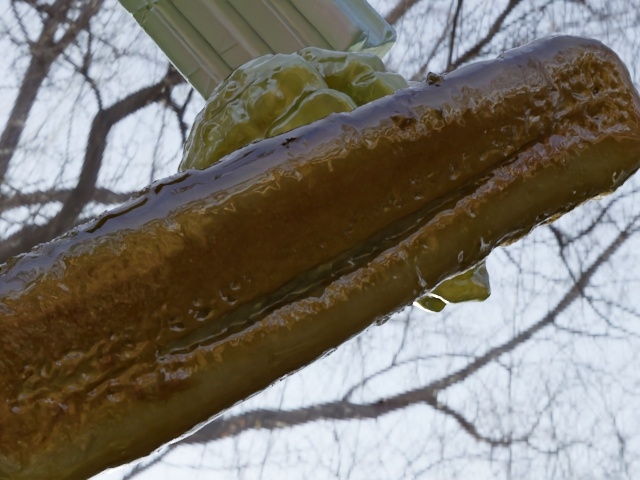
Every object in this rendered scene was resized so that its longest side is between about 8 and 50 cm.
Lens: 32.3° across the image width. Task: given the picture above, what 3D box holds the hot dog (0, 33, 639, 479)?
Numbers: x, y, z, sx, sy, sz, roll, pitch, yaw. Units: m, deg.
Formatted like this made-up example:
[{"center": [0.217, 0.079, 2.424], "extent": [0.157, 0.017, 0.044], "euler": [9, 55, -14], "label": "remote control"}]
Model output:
[{"center": [0.002, 0.001, 0.389], "extent": [0.087, 0.286, 0.061], "euler": [66, -23, 7], "label": "hot dog"}]

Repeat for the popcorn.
[{"center": [0.017, -0.025, 0.562], "extent": [0.173, 0.142, 0.173], "euler": [15, -29, 9], "label": "popcorn"}]

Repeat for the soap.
[{"center": [-0.081, -0.239, 1.095], "extent": [0.289, 0.095, 0.173], "euler": [49, -62, 15], "label": "soap"}]
